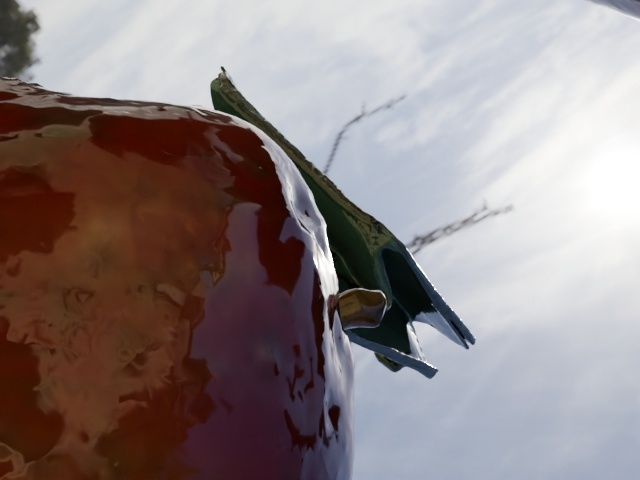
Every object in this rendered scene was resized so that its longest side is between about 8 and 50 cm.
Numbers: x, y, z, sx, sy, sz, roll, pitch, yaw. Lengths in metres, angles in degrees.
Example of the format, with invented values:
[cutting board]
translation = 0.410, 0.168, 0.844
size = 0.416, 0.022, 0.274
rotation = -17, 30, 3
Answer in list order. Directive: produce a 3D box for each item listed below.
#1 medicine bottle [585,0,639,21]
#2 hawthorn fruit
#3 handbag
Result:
[medicine bottle]
translation = 0.246, -0.214, 0.602
size = 0.219, 0.219, 0.388
rotation = -43, -129, -16
[hawthorn fruit]
translation = -0.106, 0.062, 0.458
size = 0.300, 0.275, 0.275
rotation = -11, -159, -18
[handbag]
translation = -0.004, 0.003, 0.981
size = 0.100, 0.274, 0.269
rotation = -44, -118, -1
